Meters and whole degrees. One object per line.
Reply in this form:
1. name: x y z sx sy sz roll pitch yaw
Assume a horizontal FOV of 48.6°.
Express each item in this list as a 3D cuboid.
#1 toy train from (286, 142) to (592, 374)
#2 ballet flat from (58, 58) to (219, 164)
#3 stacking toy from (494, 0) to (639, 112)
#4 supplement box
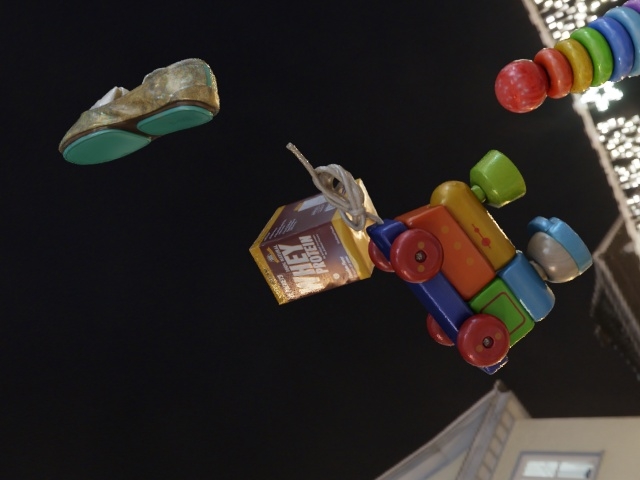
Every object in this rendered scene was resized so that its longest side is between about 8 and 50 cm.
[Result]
1. toy train: 0.105 -0.025 0.588 0.143 0.105 0.248 -39 -83 -4
2. ballet flat: -0.316 -0.225 1.226 0.123 0.349 0.123 27 -123 -51
3. stacking toy: 0.456 -0.308 1.213 0.331 0.141 0.141 -25 -84 -5
4. supplement box: 0.000 0.000 1.372 0.129 0.194 0.191 63 -156 -19
